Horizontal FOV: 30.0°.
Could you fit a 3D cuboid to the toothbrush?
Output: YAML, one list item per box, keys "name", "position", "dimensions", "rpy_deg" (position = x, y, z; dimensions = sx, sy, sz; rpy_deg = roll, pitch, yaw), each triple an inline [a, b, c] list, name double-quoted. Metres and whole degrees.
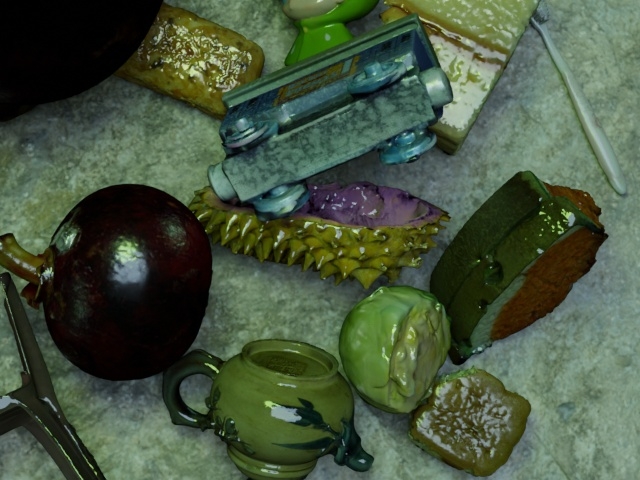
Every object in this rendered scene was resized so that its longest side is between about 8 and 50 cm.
- name: "toothbrush"
  position: [0.342, -0.201, 1.598]
  dimensions: [0.025, 0.029, 0.307]
  rpy_deg: [-23, 85, -17]

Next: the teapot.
- name: "teapot"
  position: [-0.064, 0.220, 1.438]
  dimensions: [0.269, 0.173, 0.183]
  rpy_deg: [11, 106, 5]

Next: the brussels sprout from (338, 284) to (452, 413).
- name: "brussels sprout"
  position: [0.079, 0.128, 1.454]
  dimensions: [0.151, 0.122, 0.149]
  rpy_deg: [-58, 136, -31]

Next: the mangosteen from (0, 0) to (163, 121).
- name: "mangosteen"
  position: [-0.382, -0.317, 1.361]
  dimensions: [0.382, 0.435, 0.382]
  rpy_deg: [28, 43, -30]

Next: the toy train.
- name: "toy train"
  position: [0.014, -0.138, 1.387]
  dimensions: [0.299, 0.202, 0.131]
  rpy_deg: [-20, 113, 16]

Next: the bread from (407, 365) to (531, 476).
- name: "bread"
  position: [0.185, 0.224, 1.501]
  dimensions: [0.140, 0.069, 0.128]
  rpy_deg: [29, 79, -3]

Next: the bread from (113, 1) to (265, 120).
- name: "bread"
  position: [-0.178, -0.234, 1.520]
  dimensions: [0.211, 0.083, 0.114]
  rpy_deg: [21, 84, -2]

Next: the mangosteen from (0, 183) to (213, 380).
- name: "mangosteen"
  position: [-0.257, 0.043, 1.384]
  dimensions: [0.261, 0.235, 0.235]
  rpy_deg: [9, 81, -21]

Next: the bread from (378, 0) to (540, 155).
- name: "bread"
  position: [0.157, -0.254, 1.538]
  dimensions: [0.178, 0.135, 0.240]
  rpy_deg: [28, 82, 2]

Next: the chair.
- name: "chair"
  position: [-0.370, 0.225, 1.388]
  dimensions: [0.183, 0.175, 0.326]
  rpy_deg: [-26, 79, -18]

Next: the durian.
- name: "durian"
  position: [-0.001, -0.001, 1.470]
  dimensions: [0.341, 0.191, 0.112]
  rpy_deg: [4, 113, -6]

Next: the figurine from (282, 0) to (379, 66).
- name: "figurine"
  position: [0.005, -0.298, 1.517]
  dimensions: [0.143, 0.162, 0.263]
  rpy_deg: [-7, 97, -32]

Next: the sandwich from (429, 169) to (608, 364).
- name: "sandwich"
  position: [0.253, 0.018, 1.470]
  dimensions: [0.212, 0.292, 0.109]
  rpy_deg: [-21, 63, -20]
